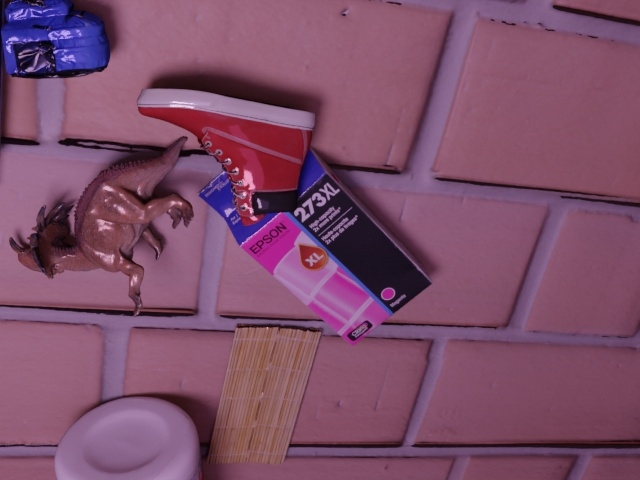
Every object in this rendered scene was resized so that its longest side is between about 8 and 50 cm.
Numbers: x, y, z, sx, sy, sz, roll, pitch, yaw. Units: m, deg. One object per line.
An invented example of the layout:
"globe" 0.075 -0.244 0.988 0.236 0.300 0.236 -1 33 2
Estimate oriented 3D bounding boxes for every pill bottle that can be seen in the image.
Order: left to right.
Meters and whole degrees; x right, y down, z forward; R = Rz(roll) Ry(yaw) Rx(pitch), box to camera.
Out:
"pill bottle" -0.305 0.490 1.297 0.229 0.229 0.408 -6 121 -9

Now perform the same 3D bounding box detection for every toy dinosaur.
"toy dinosaur" -0.303 -0.031 1.061 0.200 0.127 0.296 28 105 -18

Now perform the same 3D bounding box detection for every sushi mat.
"sushi mat" -0.104 0.280 1.343 0.151 0.019 0.316 7 117 -15

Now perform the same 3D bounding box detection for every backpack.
"backpack" -0.324 -0.251 0.936 0.120 0.098 0.101 -3 117 -10

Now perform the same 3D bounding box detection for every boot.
"boot" -0.138 -0.113 1.040 0.244 0.088 0.176 9 101 -17

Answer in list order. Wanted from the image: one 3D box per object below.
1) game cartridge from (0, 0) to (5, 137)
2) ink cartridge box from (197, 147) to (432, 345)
"game cartridge" -0.509 -0.221 0.918 0.230 0.068 0.355 9 123 -13
"ink cartridge box" 0.000 0.000 1.182 0.176 0.069 0.371 -40 118 11
